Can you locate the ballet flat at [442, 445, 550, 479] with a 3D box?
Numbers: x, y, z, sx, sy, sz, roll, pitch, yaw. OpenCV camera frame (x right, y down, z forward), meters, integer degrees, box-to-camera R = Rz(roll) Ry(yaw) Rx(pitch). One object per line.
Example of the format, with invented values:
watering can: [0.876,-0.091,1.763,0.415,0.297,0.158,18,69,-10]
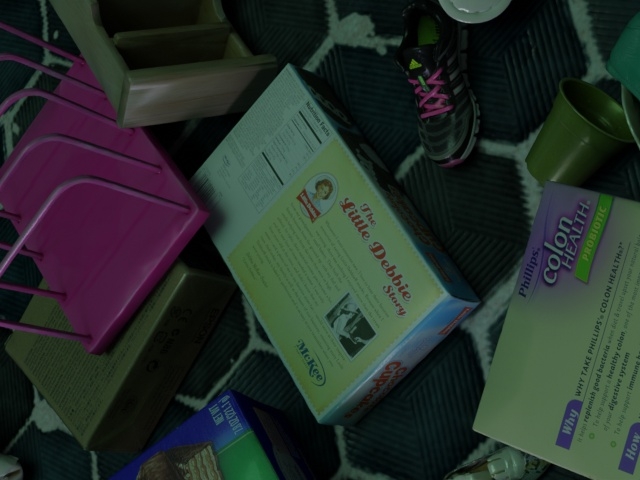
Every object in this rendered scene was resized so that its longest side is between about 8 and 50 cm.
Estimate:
ballet flat: [0.150,0.205,1.131,0.114,0.041,0.041,-32,63,30]

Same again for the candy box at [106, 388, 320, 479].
candy box: [-0.128,0.342,1.229,0.317,0.122,0.268,-38,58,10]

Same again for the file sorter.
file sorter: [-0.297,-0.063,1.343,0.202,0.182,0.290,-51,52,17]

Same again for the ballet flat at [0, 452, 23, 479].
ballet flat: [-0.379,0.315,1.504,0.280,0.096,0.095,58,153,22]

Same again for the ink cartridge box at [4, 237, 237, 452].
ink cartridge box: [-0.223,0.084,1.425,0.193,0.088,0.234,43,108,38]

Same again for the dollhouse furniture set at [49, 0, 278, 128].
dollhouse furniture set: [-0.143,-0.348,1.291,0.256,0.362,0.394,56,143,33]

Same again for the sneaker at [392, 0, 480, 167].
sneaker: [0.104,-0.153,1.217,0.063,0.075,0.170,-12,74,37]

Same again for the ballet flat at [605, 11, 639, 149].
ballet flat: [0.307,-0.079,1.043,0.087,0.083,0.247,-52,49,37]

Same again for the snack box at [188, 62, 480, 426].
snack box: [0.000,0.000,1.280,0.187,0.060,0.322,-47,56,23]

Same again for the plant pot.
plant pot: [0.219,-0.083,1.116,0.083,0.083,0.079,55,127,32]

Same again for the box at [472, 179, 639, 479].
box: [0.272,0.088,1.005,0.243,0.117,0.213,17,92,39]

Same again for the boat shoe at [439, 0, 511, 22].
boat shoe: [0.147,-0.346,1.213,0.109,0.091,0.305,3,86,-3]
